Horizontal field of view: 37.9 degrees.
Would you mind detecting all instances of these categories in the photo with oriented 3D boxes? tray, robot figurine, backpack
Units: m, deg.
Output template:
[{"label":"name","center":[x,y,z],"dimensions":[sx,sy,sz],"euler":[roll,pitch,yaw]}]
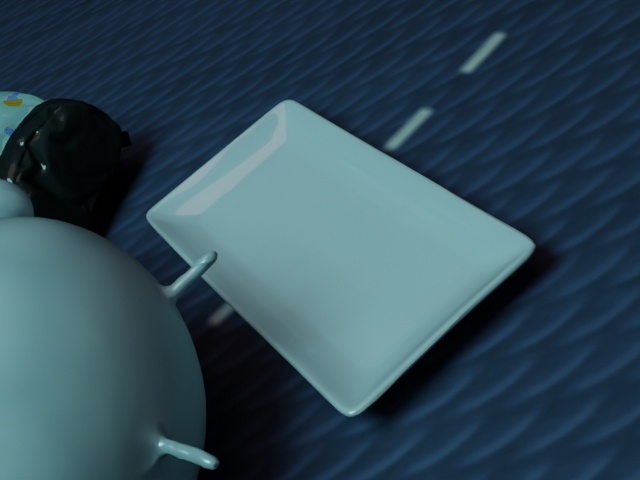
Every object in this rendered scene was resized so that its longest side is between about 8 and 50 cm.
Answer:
[{"label":"tray","center":[0.000,0.000,0.607],"dimensions":[0.145,0.030,0.270],"euler":[-42,43,-10]},{"label":"robot figurine","center":[-0.212,0.108,0.500],"dimensions":[0.354,0.200,0.299],"euler":[-19,61,14]},{"label":"backpack","center":[-0.262,-0.049,0.746],"dimensions":[0.182,0.115,0.151],"euler":[-2,52,33]}]
